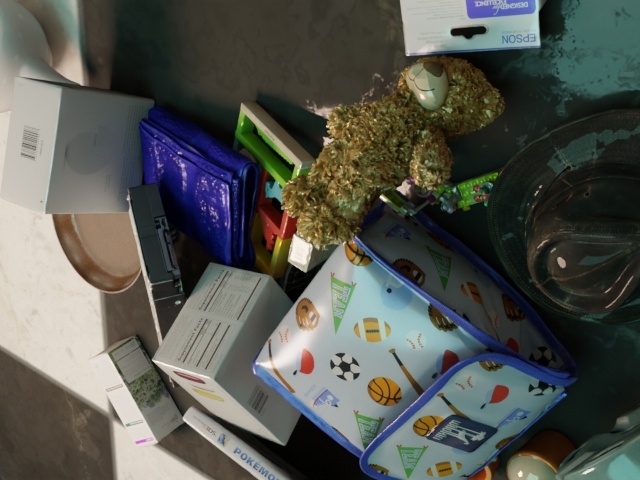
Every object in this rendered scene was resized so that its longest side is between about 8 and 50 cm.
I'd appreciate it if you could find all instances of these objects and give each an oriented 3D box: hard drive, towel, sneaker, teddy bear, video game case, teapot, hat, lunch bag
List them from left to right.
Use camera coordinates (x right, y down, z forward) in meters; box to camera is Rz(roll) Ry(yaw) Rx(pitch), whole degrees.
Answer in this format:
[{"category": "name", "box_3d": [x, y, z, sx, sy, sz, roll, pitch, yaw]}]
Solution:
[{"category": "teapot", "box_3d": [-0.631, -0.359, 1.697, 0.252, 0.187, 0.256, -27, 68, 25]}, {"category": "hard drive", "box_3d": [-0.294, 0.090, 1.592, 0.339, 0.064, 0.237, 93, 160, -50]}, {"category": "towel", "box_3d": [-0.228, -0.092, 1.529, 0.308, 0.076, 0.227, 34, 130, 40]}, {"category": "video game case", "box_3d": [-0.090, 0.438, 1.634, 0.300, 0.036, 0.329, 32, 170, 22]}, {"category": "sneaker", "box_3d": [-0.051, 0.018, 1.517, 0.073, 0.063, 0.162, 32, 124, 42]}, {"category": "teddy bear", "box_3d": [0.081, -0.131, 1.157, 0.338, 0.245, 0.113, -32, 121, 18]}, {"category": "lunch bag", "box_3d": [0.141, 0.178, 1.286, 0.385, 0.239, 0.328, 40, 123, 4]}, {"category": "hat", "box_3d": [0.359, 0.000, 1.077, 0.331, 0.134, 0.331, 12, 120, 21]}]

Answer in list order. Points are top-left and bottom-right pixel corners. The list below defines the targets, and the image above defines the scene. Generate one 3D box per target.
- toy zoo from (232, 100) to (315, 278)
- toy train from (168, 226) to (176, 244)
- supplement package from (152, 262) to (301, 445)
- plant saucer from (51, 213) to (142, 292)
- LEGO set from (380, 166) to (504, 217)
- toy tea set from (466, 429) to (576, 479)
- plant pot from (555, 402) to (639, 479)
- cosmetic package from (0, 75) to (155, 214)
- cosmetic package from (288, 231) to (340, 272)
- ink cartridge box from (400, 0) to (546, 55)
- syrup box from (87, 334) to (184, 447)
[{"category": "toy zoo", "box_3d": [-0.104, -0.068, 1.481, 0.192, 0.030, 0.293, 47, 136, 36]}, {"category": "toy train", "box_3d": [-0.335, 0.023, 1.756, 0.036, 0.027, 0.158, 46, 133, 6]}, {"category": "supplement package", "box_3d": [-0.129, 0.201, 1.491, 0.145, 0.204, 0.262, 10, 150, 36]}, {"category": "plant saucer", "box_3d": [-0.454, -0.044, 1.781, 0.310, 0.050, 0.310, 15, 114, 35]}, {"category": "LEGO set", "box_3d": [0.176, -0.086, 1.235, 0.287, 0.107, 0.132, 23, 125, 28]}, {"category": "toy tea set", "box_3d": [0.286, 0.411, 1.395, 0.200, 0.124, 0.336, 28, 127, 24]}, {"category": "plant pot", "box_3d": [0.503, 0.370, 1.083, 0.334, 0.341, 0.341, 55, 134, 12]}, {"category": "cosmetic package", "box_3d": [-0.445, -0.171, 1.567, 0.138, 0.225, 0.224, 18, 101, 33]}, {"category": "cosmetic package", "box_3d": [0.000, 0.000, 1.416, 0.041, 0.115, 0.060, 32, 128, 23]}, {"category": "ink cartridge box", "box_3d": [0.195, -0.355, 1.123, 0.206, 0.045, 0.208, 6, 115, 36]}, {"category": "syrup box", "box_3d": [-0.421, 0.347, 1.947, 0.096, 0.093, 0.237, -23, 97, 43]}]
